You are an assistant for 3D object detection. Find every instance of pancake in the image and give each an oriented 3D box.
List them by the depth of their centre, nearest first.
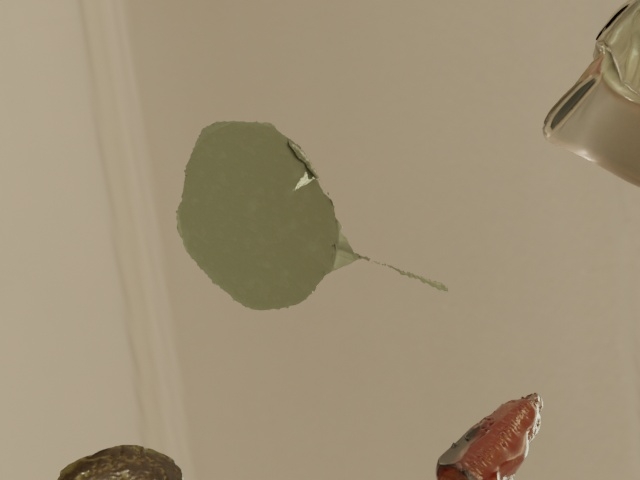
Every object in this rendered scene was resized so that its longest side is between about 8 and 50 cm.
[{"bbox_3d":[-0.165,0.209,1.424,0.011,0.115,0.115,-112,-157,-55],"label":"pancake"}]

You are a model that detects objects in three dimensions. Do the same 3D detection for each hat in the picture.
[{"bbox_3d":[0.365,-0.167,1.913,0.226,0.219,0.164,-38,-151,59],"label":"hat"}]

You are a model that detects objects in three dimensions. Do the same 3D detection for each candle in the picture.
[{"bbox_3d":[0.135,0.157,1.328,0.053,0.162,0.048,27,-58,18],"label":"candle"}]

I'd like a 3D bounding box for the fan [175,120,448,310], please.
[{"bbox_3d":[-0.001,0.000,1.623,0.010,0.310,0.182,-21,-127,50],"label":"fan"}]
